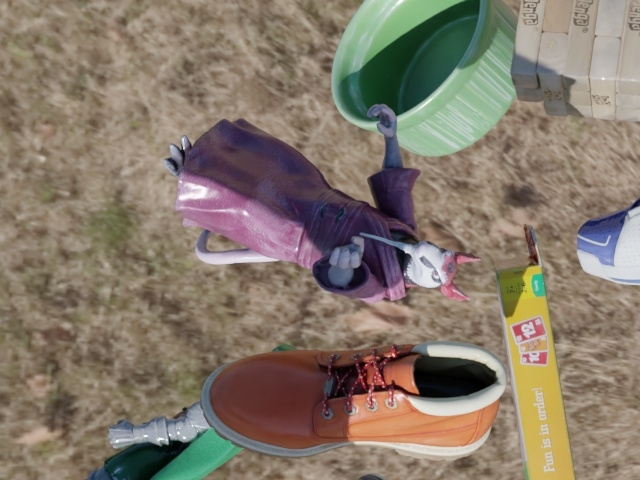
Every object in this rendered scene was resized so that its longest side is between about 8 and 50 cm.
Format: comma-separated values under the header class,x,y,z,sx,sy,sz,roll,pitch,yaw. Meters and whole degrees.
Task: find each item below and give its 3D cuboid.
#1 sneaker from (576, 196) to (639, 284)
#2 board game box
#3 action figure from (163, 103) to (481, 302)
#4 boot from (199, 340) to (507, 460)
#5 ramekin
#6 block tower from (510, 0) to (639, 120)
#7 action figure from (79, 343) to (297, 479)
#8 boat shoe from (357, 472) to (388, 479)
class,x,y,z,sx,sy,sz,roll,pitch,yaw
sneaker,0.424,-0.057,1.245,0.315,0.127,0.182,-4,110,49
board game box,0.145,0.119,0.751,0.039,0.124,0.260,-6,90,8
action figure,0.000,0.000,1.316,0.370,0.248,0.276,26,137,14
boot,0.018,0.075,0.591,0.157,0.085,0.059,2,65,-6
ramekin,0.176,-0.279,1.791,0.303,0.148,0.303,-27,49,35
block tower,0.301,-0.126,0.745,0.335,0.091,0.097,7,81,16
action figure,-0.105,0.141,0.730,0.232,0.137,0.063,-33,77,-1
boat shoe,0.081,0.389,1.545,0.206,0.064,0.075,-124,40,-52
